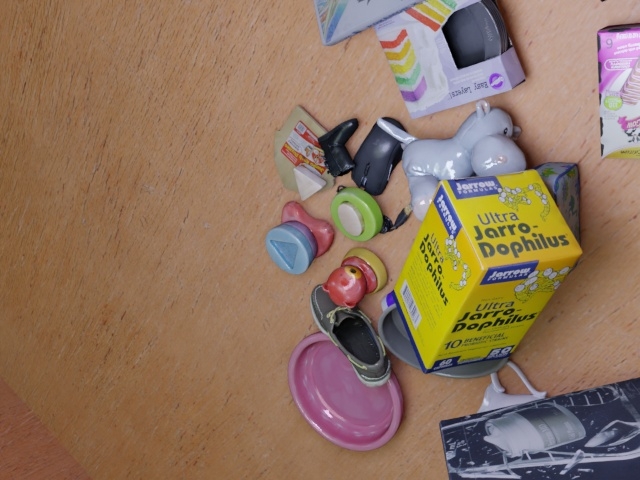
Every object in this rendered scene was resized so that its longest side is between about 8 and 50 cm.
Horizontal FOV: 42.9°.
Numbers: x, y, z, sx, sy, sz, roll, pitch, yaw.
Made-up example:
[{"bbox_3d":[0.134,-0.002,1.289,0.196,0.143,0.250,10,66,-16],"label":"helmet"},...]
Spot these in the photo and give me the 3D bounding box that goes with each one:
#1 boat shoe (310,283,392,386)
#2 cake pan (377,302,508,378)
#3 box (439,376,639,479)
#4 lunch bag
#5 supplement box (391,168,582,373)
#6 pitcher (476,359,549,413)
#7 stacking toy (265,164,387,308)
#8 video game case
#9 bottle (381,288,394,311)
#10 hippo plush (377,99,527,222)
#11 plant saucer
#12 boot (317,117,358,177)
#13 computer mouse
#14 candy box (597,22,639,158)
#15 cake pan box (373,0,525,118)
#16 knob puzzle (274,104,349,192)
[{"bbox_3d":[0.067,0.206,1.932,0.305,0.109,0.091,53,166,34],"label":"boat shoe"},{"bbox_3d":[0.274,0.202,1.798,0.293,0.054,0.293,13,141,11],"label":"cake pan"},{"bbox_3d":[0.491,0.503,1.472,0.471,0.480,0.298,-16,102,6],"label":"box"},{"bbox_3d":[0.444,-0.037,1.569,0.090,0.176,0.219,6,111,34],"label":"lunch bag"},{"bbox_3d":[0.287,0.064,1.490,0.357,0.194,0.195,105,151,-51],"label":"supplement box"},{"bbox_3d":[0.452,0.369,1.790,0.207,0.125,0.178,18,105,41],"label":"pitcher"},{"bbox_3d":[0.000,0.000,1.891,0.309,0.130,0.280,26,135,26],"label":"stacking toy"},{"bbox_3d":[0.080,-0.588,1.594,0.300,0.036,0.329,-14,88,46],"label":"video game case"},{"bbox_3d":[0.251,0.094,1.814,0.283,0.092,0.118,-36,89,40],"label":"bottle"},{"bbox_3d":[0.302,-0.149,1.635,0.236,0.234,0.294,-32,51,21],"label":"hippo plush"},{"bbox_3d":[0.072,0.372,2.071,0.332,0.084,0.332,15,118,30],"label":"plant saucer"},{"bbox_3d":[0.051,-0.203,1.812,0.121,0.045,0.099,-29,78,33],"label":"boot"},{"bbox_3d":[0.138,-0.131,1.815,0.184,0.060,0.262,42,128,14],"label":"computer mouse"},{"bbox_3d":[0.579,-0.264,1.439,0.159,0.071,0.234,3,112,33],"label":"candy box"},{"bbox_3d":[0.246,-0.384,1.588,0.266,0.070,0.246,-8,113,46],"label":"cake pan box"},{"bbox_3d":[-0.033,-0.195,1.926,0.213,0.030,0.213,14,118,29],"label":"knob puzzle"}]
